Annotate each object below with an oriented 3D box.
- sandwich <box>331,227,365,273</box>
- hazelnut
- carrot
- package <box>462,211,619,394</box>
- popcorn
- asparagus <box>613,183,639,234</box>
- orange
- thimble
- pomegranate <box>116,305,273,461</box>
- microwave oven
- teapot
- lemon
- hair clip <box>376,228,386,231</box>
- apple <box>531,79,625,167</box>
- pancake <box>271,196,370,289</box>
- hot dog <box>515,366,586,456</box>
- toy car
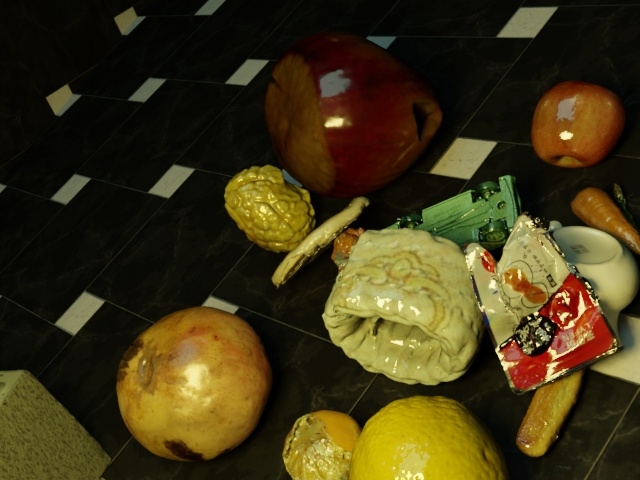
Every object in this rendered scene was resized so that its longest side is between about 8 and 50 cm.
[{"bbox_3d":[0.067,0.039,1.924,0.109,0.160,0.185,-19,33,9],"label":"sandwich"},{"bbox_3d":[0.064,-0.283,2.143,0.402,0.402,0.429,-45,34,-13],"label":"hazelnut"},{"bbox_3d":[0.540,-0.028,1.680,0.072,0.072,0.205,-34,34,3],"label":"carrot"},{"bbox_3d":[0.348,0.097,1.512,0.194,0.269,0.071,-32,-9,28],"label":"package"},{"bbox_3d":[-0.125,-0.061,2.178,0.203,0.226,0.200,120,160,-52],"label":"popcorn"},{"bbox_3d":[0.578,-0.029,1.694,0.233,0.022,0.023,-95,21,-48],"label":"asparagus"},{"bbox_3d":[0.004,0.371,1.618,0.156,0.134,0.156,-32,24,16],"label":"orange"},{"bbox_3d":[0.157,0.115,1.649,0.291,0.291,0.195,-2,47,38],"label":"thimble"},{"bbox_3d":[-0.247,0.284,1.800,0.322,0.322,0.322,-22,37,18],"label":"pomegranate"},{"bbox_3d":[-0.690,0.515,1.831,0.236,0.374,0.432,-10,38,33],"label":"microwave oven"},{"bbox_3d":[0.448,0.059,1.609,0.204,0.139,0.298,-8,32,-8],"label":"teapot"},{"bbox_3d":[0.164,0.368,1.394,0.267,0.267,0.267,-22,37,18],"label":"lemon"},{"bbox_3d":[0.222,-0.022,1.969,0.229,0.036,0.066,-11,46,22],"label":"hair clip"},{"bbox_3d":[0.521,-0.233,1.853,0.181,0.181,0.168,1,72,40],"label":"apple"},{"bbox_3d":[0.001,0.001,2.010,0.282,0.049,0.282,-43,-4,-3],"label":"pancake"},{"bbox_3d":[0.384,0.263,1.498,0.066,0.047,0.216,13,56,30],"label":"hot dog"},{"bbox_3d":[0.268,-0.015,1.854,0.320,0.097,0.141,-24,52,29],"label":"toy car"}]
